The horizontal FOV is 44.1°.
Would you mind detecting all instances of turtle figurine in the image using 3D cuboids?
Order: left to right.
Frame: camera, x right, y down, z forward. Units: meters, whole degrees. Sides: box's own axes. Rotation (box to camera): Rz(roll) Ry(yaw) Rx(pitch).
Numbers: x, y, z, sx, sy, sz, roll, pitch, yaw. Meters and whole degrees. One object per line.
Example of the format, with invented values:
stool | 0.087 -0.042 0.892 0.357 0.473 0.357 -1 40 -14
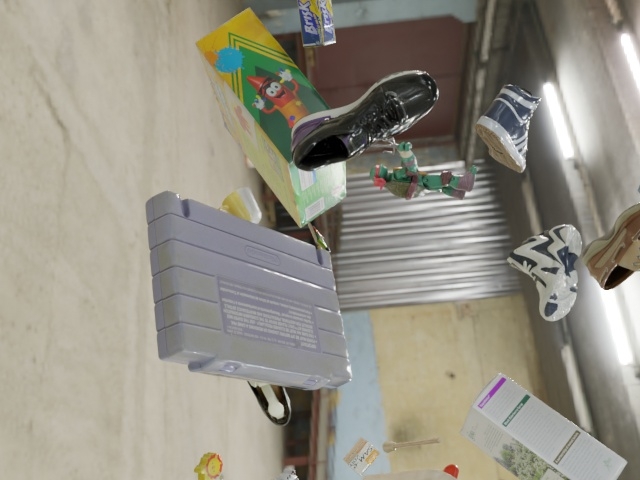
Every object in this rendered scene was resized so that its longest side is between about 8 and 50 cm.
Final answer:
turtle figurine | 0.188 -0.138 1.599 0.175 0.234 0.118 -93 -164 -83

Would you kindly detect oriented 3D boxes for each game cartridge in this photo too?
game cartridge | -0.092 0.085 1.108 0.355 0.068 0.230 22 54 -49

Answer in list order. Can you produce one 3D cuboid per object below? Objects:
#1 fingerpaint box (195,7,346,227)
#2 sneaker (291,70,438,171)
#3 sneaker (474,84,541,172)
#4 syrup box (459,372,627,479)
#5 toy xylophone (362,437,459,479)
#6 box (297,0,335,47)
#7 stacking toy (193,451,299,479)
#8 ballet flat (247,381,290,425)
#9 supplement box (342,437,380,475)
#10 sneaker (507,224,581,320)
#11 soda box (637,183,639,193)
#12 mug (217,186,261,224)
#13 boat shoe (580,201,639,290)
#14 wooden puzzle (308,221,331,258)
fingerpaint box | -0.102 -0.280 1.918 0.371 0.163 0.445 53 -8 16
sneaker | 0.081 -0.194 1.388 0.107 0.283 0.124 58 17 -27
sneaker | 0.479 -0.278 1.941 0.153 0.099 0.282 -58 148 -1
syrup box | 0.349 0.329 1.263 0.237 0.096 0.093 36 -37 24
toy xylophone | 0.185 0.548 1.713 0.322 0.081 0.236 -18 -146 55
box | -0.012 -0.500 1.678 0.059 0.054 0.169 -34 121 -55
stacking toy | -0.101 0.437 1.192 0.052 0.167 0.221 -19 103 -52
ballet flat | -0.130 0.336 1.901 0.280 0.095 0.096 67 -5 -29
supplement box | 0.082 0.438 1.605 0.036 0.062 0.098 42 -11 2
sneaker | 0.480 0.076 1.747 0.094 0.153 0.235 33 60 -35
soda box | 0.787 -0.179 1.771 0.071 0.067 0.210 -99 -170 -52
mug | -0.151 -0.053 1.494 0.064 0.078 0.062 56 -6 15
boat shoe | 0.701 0.010 1.739 0.324 0.123 0.116 112 -31 -59
wooden puzzle | 0.000 0.000 1.753 0.078 0.014 0.116 51 9 -46
